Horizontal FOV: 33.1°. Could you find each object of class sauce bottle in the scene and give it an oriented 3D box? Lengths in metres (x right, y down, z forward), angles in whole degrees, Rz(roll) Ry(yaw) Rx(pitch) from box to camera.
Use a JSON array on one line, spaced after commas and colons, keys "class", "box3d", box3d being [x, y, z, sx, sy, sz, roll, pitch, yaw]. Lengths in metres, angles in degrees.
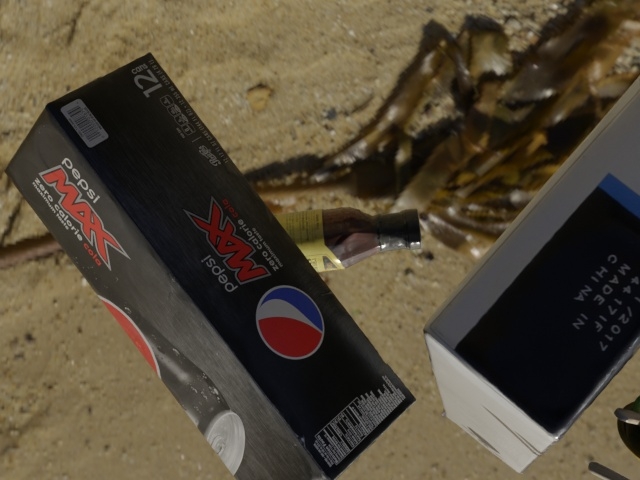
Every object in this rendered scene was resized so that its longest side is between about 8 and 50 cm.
[{"class": "sauce bottle", "box3d": [0.000, 0.000, 0.686, 0.128, 0.042, 0.042, -7, 119, 6]}]

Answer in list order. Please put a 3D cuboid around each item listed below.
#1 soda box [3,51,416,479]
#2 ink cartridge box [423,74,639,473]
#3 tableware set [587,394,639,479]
[{"class": "soda box", "box3d": [-0.044, 0.017, 0.411, 0.169, 0.053, 0.060, 53, 141, 0]}, {"class": "ink cartridge box", "box3d": [0.127, 0.027, 0.510, 0.065, 0.332, 0.165, 39, 85, 14]}, {"class": "tableware set", "box3d": [0.158, 0.104, 0.428, 0.104, 0.154, 0.024, 24, 126, 22]}]
